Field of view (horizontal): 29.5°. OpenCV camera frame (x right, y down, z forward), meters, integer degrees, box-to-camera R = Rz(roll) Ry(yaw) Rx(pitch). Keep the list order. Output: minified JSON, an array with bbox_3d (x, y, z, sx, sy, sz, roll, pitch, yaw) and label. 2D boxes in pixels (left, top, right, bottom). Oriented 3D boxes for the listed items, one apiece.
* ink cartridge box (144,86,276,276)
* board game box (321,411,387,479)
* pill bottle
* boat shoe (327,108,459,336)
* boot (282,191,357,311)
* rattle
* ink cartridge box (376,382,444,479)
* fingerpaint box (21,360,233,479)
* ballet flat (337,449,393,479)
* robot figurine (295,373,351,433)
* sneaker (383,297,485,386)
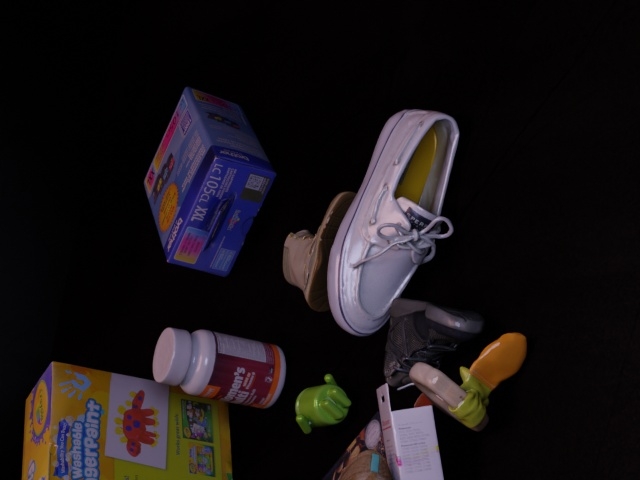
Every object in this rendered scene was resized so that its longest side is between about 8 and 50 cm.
[{"bbox_3d":[-0.236,-0.112,2.575,0.270,0.151,0.395,-63,30,23],"label":"ink cartridge box"},{"bbox_3d":[0.060,0.399,1.839,0.243,0.042,0.165,-56,32,34],"label":"board game box"},{"bbox_3d":[-0.183,0.228,2.204,0.121,0.221,0.121,-39,44,51],"label":"pill bottle"},{"bbox_3d":[0.132,-0.026,1.841,0.156,0.135,0.367,6,73,61],"label":"boat shoe"},{"bbox_3d":[0.000,0.000,2.129,0.165,0.077,0.213,40,115,64],"label":"boot"},{"bbox_3d":[0.190,0.180,1.672,0.200,0.130,0.143,102,-169,-83],"label":"rattle"},{"bbox_3d":[0.124,0.285,1.662,0.104,0.061,0.181,115,147,-77],"label":"ink cartridge box"},{"bbox_3d":[-0.356,0.480,2.249,0.163,0.371,0.445,-50,36,41],"label":"fingerpaint box"},{"bbox_3d":[0.027,0.414,1.717,0.124,0.116,0.342,-80,7,-49],"label":"ballet flat"},{"bbox_3d":[0.002,0.271,1.991,0.101,0.067,0.115,-56,17,-26],"label":"robot figurine"},{"bbox_3d":[0.158,0.152,1.730,0.227,0.087,0.130,-2,77,66],"label":"sneaker"}]
